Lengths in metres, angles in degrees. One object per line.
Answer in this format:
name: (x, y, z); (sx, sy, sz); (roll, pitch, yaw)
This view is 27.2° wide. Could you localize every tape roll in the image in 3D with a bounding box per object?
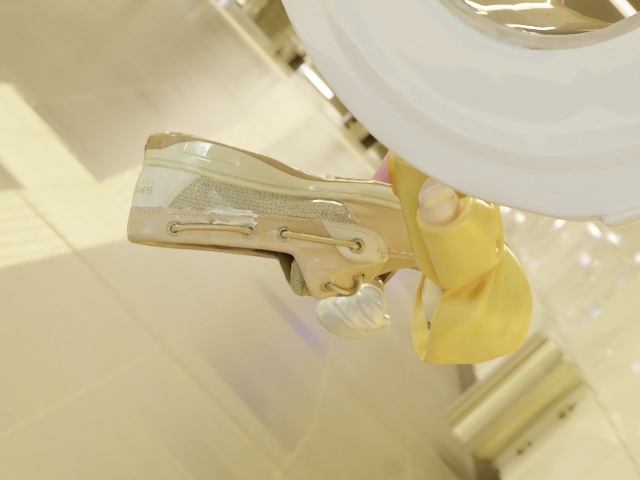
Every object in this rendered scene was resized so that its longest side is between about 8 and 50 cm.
tape roll: (0.114, -0.153, 0.534); (0.286, 0.286, 0.100); (50, 32, 15)

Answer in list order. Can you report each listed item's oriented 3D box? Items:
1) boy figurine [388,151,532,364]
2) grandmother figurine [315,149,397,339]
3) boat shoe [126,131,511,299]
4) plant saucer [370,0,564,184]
boy figurine: (0.067, -0.041, 0.870); (0.177, 0.092, 0.285); (-106, 176, -58)
grandmother figurine: (0.088, -0.012, 1.691); (0.104, 0.342, 0.208); (25, -34, 5)
boat shoe: (0.000, 0.000, 1.041); (0.302, 0.098, 0.109); (15, -9, -11)
plant saucer: (0.145, -0.124, 1.299); (0.084, 0.332, 0.332); (34, 8, 1)
